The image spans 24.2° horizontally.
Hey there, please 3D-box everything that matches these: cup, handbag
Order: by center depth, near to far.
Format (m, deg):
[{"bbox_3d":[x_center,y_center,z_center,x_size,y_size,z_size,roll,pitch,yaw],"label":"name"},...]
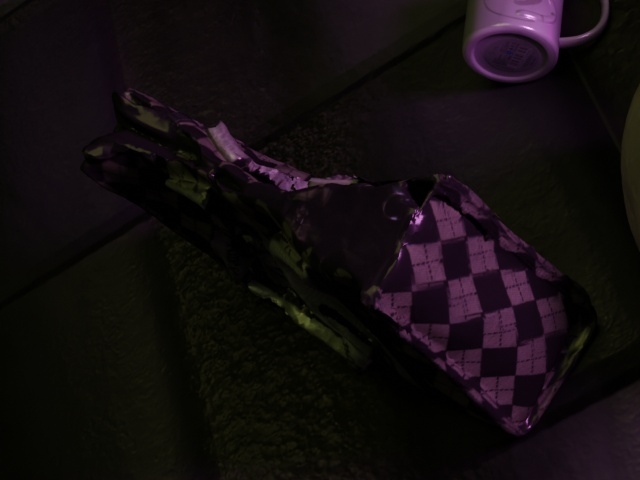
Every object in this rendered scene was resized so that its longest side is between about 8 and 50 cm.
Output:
[{"bbox_3d":[0.000,0.000,1.354,0.416,0.317,0.180,25,83,43],"label":"handbag"},{"bbox_3d":[0.215,-0.243,1.519,0.136,0.099,0.133,-10,55,31],"label":"cup"}]

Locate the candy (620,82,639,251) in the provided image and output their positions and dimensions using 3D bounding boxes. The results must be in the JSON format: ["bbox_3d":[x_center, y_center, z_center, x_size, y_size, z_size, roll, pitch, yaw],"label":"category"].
[{"bbox_3d":[0.353,-0.067,1.192,0.295,0.185,0.295,-4,85,61],"label":"candy"}]
